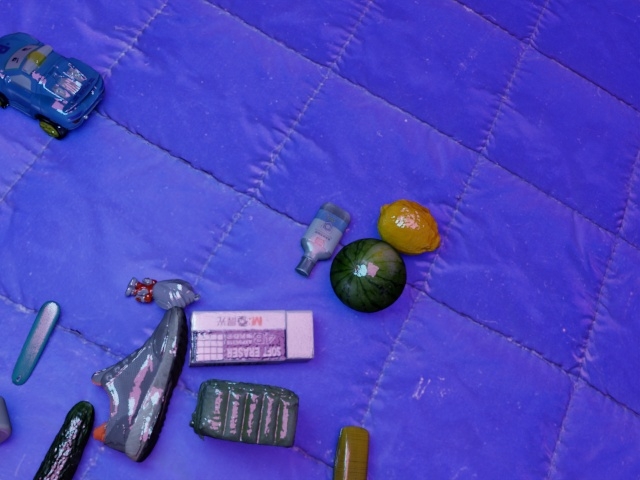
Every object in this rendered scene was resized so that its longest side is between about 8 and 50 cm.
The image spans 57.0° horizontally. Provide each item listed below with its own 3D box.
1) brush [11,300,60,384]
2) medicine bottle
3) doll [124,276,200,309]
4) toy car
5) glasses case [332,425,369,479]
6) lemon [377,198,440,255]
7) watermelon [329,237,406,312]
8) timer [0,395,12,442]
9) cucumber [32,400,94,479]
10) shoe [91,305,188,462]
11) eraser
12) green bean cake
[{"bbox_3d":[-0.630,0.226,1.307,0.043,0.032,0.193,22,79,-11],"label":"brush"},{"bbox_3d":[0.000,0.000,1.530,0.090,0.053,0.208,31,67,-3],"label":"medicine bottle"},{"bbox_3d":[-0.369,0.122,1.387,0.180,0.079,0.094,9,44,3],"label":"doll"},{"bbox_3d":[-0.693,-0.401,1.442,0.314,0.166,0.198,30,63,-2],"label":"toy car"},{"bbox_3d":[0.066,0.546,1.346,0.079,0.064,0.234,12,68,-14],"label":"glasses case"},{"bbox_3d":[0.234,-0.032,1.555,0.187,0.142,0.142,33,66,2],"label":"lemon"},{"bbox_3d":[0.123,0.089,1.469,0.188,0.215,0.188,-5,76,22],"label":"watermelon"},{"bbox_3d":[-0.734,0.283,1.204,0.175,0.175,0.266,-10,61,-17],"label":"timer"},{"bbox_3d":[-0.535,0.452,1.223,0.074,0.074,0.241,23,67,-5],"label":"cucumber"},{"bbox_3d":[-0.406,0.297,1.293,0.171,0.132,0.336,14,71,1],"label":"shoe"},{"bbox_3d":[-0.163,0.229,1.390,0.287,0.086,0.130,2,72,-14],"label":"eraser"},{"bbox_3d":[-0.164,0.368,1.267,0.223,0.227,0.124,8,74,-12],"label":"green bean cake"}]
